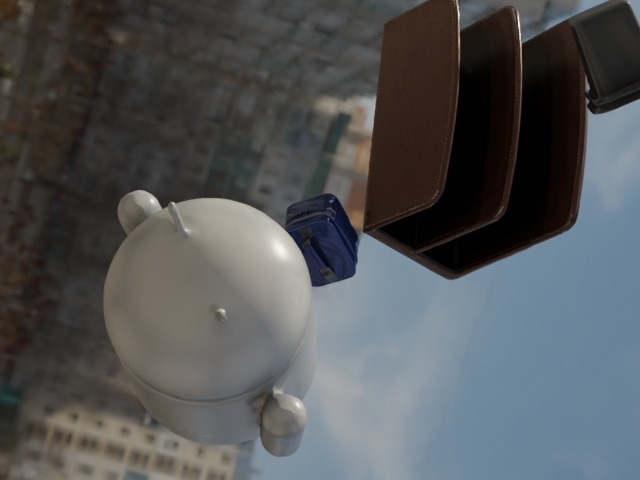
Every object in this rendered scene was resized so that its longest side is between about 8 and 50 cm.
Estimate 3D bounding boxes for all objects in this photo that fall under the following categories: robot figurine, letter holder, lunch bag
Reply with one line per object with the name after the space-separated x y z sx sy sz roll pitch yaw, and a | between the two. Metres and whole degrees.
-0.105 0.084 1.577 0.200 0.300 0.353 -36 161 -12 | robot figurine
0.187 -0.140 1.852 0.214 0.152 0.301 -24 -131 42 | letter holder
0.000 0.000 1.764 0.098 0.067 0.065 58 22 -33 | lunch bag

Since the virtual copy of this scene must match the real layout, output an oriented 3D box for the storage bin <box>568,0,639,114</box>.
0.288 -0.184 1.522 0.135 0.098 0.091 -64 131 -78 | storage bin
